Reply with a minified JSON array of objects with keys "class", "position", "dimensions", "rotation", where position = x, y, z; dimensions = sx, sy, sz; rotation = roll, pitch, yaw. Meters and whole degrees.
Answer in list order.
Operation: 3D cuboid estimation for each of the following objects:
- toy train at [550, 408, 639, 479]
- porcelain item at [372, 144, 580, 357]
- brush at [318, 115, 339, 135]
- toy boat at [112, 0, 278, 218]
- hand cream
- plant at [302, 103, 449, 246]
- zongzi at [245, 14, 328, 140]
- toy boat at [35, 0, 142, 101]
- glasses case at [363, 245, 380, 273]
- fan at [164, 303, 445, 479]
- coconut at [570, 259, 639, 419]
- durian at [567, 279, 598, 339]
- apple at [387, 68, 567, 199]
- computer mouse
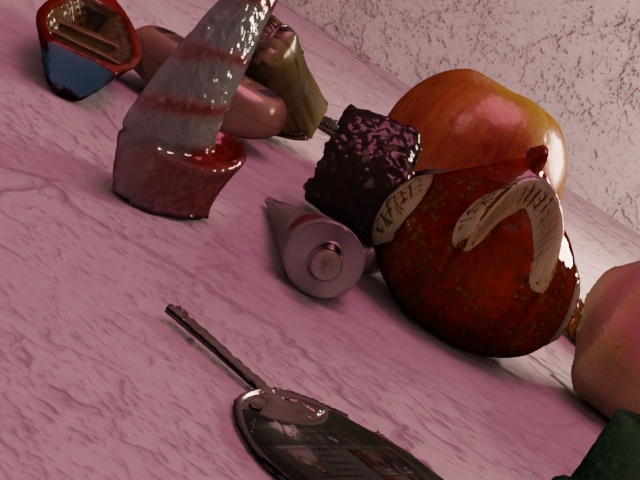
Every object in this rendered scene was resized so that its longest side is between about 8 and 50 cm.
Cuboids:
[{"class":"toy train","position":[0.336,0.204,1.306],"dimensions":[0.145,0.202,0.266],"rotation":[22,15,-39]},{"class":"porcelain item","position":[0.186,-0.004,1.770],"dimensions":[0.253,0.253,0.253],"rotation":[29,11,-6]},{"class":"brush","position":[0.069,-0.154,2.632],"dimensions":[0.190,0.028,0.034],"rotation":[34,14,16]},{"class":"toy boat","position":[-0.104,-0.162,1.591],"dimensions":[0.096,0.282,0.206],"rotation":[34,11,26]},{"class":"hand cream","position":[0.000,0.000,1.712],"dimensions":[0.124,0.078,0.341],"rotation":[28,7,-6]},{"class":"plant","position":[0.118,-0.045,1.976],"dimensions":[0.274,0.149,0.146],"rotation":[32,-24,-5]},{"class":"zongzi","position":[-0.121,-0.260,2.287],"dimensions":[0.256,0.115,0.228],"rotation":[30,-17,24]},{"class":"toy boat","position":[-0.290,-0.246,2.002],"dimensions":[0.136,0.079,0.392],"rotation":[25,13,-12]},{"class":"glasses case","position":[0.064,0.020,1.852],"dimensions":[0.021,0.032,0.083],"rotation":[30,10,13]},{"class":"fan","position":[0.017,0.151,1.220],"dimensions":[0.223,0.012,0.294],"rotation":[23,14,-31]},{"class":"coconut","position":[0.398,0.125,1.810],"dimensions":[0.245,0.233,0.233],"rotation":[46,18,30]},{"class":"durian","position":[0.424,0.110,2.137],"dimensions":[0.183,0.138,0.250],"rotation":[34,15,-24]},{"class":"apple","position":[0.210,-0.103,2.236],"dimensions":[0.286,0.233,0.286],"rotation":[28,7,-4]},{"class":"computer mouse","position":[-0.155,-0.201,2.135],"dimensions":[0.236,0.082,0.145],"rotation":[30,11,6]}]
